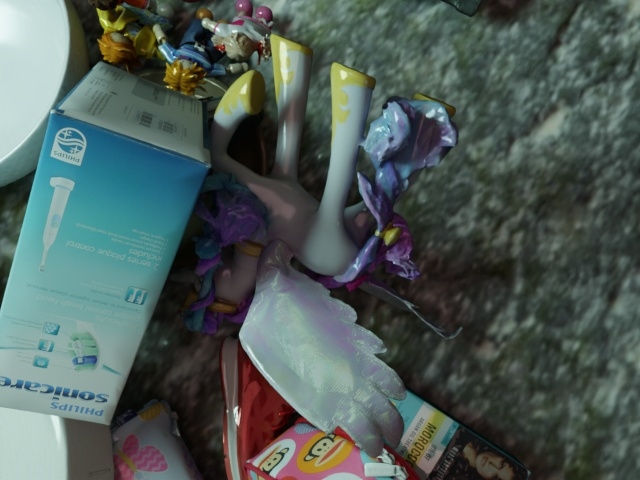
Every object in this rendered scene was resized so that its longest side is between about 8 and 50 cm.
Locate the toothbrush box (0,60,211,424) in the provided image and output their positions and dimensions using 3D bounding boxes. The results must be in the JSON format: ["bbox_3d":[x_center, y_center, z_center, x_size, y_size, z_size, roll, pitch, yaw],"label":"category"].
[{"bbox_3d":[-0.220,-0.003,0.538,0.126,0.216,0.295,19,111,-21],"label":"toothbrush box"}]

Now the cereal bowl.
[{"bbox_3d":[-0.458,-0.217,0.691,0.339,0.141,0.338,0,84,2],"label":"cereal bowl"}]

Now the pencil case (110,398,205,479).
[{"bbox_3d":[-0.173,0.330,0.641,0.273,0.124,0.113,53,130,7],"label":"pencil case"}]

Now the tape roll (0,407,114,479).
[{"bbox_3d":[-0.413,0.276,0.607,0.393,0.072,0.391,-5,76,21],"label":"tape roll"}]

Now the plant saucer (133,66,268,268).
[{"bbox_3d":[-0.207,-0.098,0.723,0.278,0.041,0.277,0,84,1],"label":"plant saucer"}]

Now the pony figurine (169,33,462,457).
[{"bbox_3d":[0.000,0.000,0.582,0.351,0.303,0.363,28,111,18],"label":"pony figurine"}]

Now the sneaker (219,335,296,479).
[{"bbox_3d":[-0.052,0.223,0.662,0.128,0.087,0.221,-9,85,2],"label":"sneaker"}]

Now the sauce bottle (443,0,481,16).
[{"bbox_3d":[0.069,-0.409,0.714,0.345,0.111,0.111,26,85,4],"label":"sauce bottle"}]

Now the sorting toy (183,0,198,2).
[{"bbox_3d":[-0.172,-0.478,0.759,0.132,0.046,0.274,25,86,4],"label":"sorting toy"}]

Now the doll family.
[{"bbox_3d":[-0.185,-0.256,0.681,0.263,0.118,0.163,18,41,-8],"label":"doll family"}]

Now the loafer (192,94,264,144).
[{"bbox_3d":[-0.206,-0.135,0.663,0.268,0.096,0.084,-25,78,1],"label":"loafer"}]

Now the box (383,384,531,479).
[{"bbox_3d":[0.125,0.255,0.666,0.244,0.060,0.100,32,86,5],"label":"box"}]

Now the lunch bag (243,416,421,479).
[{"bbox_3d":[0.058,0.331,0.539,0.120,0.258,0.293,-32,98,-28],"label":"lunch bag"}]
